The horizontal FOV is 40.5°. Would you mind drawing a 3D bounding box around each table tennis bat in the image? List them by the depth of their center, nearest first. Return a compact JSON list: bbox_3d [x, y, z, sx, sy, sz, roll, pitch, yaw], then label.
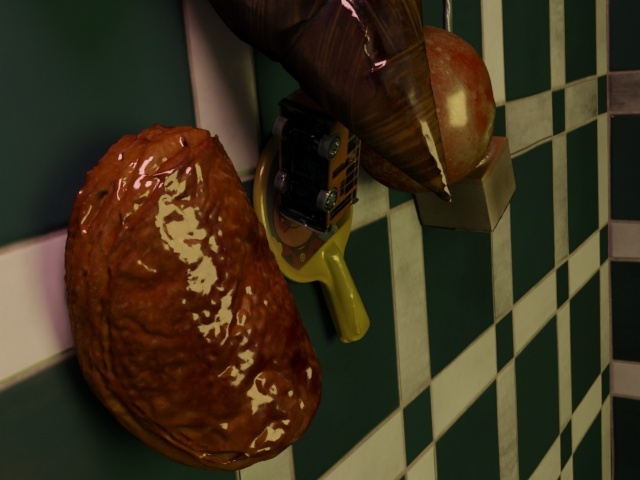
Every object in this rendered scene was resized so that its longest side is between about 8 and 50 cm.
[{"bbox_3d":[0.000,0.000,1.285,0.224,0.054,0.369,-47,128,-43],"label":"table tennis bat"}]

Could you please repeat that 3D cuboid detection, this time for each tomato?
[{"bbox_3d":[0.168,-0.210,1.385,0.270,0.222,0.271,-19,112,-58],"label":"tomato"}]

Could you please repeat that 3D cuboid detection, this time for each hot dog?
[{"bbox_3d":[-0.139,0.064,0.953,0.267,0.174,0.388,-48,122,-50],"label":"hot dog"}]

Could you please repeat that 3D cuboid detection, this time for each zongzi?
[{"bbox_3d":[0.087,-0.281,1.089,0.432,0.208,0.403,49,41,0],"label":"zongzi"}]

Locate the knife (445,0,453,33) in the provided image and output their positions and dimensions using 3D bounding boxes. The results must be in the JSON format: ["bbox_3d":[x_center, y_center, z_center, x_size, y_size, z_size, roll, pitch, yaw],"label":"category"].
[{"bbox_3d":[0.248,-0.476,1.692,0.028,0.015,0.210,-15,105,-52],"label":"knife"}]

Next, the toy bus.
[{"bbox_3d":[-0.001,-0.110,1.136,0.103,0.091,0.182,-44,149,-40],"label":"toy bus"}]

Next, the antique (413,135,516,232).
[{"bbox_3d":[0.265,-0.115,1.619,0.147,0.151,0.148,-55,139,-39],"label":"antique"}]
